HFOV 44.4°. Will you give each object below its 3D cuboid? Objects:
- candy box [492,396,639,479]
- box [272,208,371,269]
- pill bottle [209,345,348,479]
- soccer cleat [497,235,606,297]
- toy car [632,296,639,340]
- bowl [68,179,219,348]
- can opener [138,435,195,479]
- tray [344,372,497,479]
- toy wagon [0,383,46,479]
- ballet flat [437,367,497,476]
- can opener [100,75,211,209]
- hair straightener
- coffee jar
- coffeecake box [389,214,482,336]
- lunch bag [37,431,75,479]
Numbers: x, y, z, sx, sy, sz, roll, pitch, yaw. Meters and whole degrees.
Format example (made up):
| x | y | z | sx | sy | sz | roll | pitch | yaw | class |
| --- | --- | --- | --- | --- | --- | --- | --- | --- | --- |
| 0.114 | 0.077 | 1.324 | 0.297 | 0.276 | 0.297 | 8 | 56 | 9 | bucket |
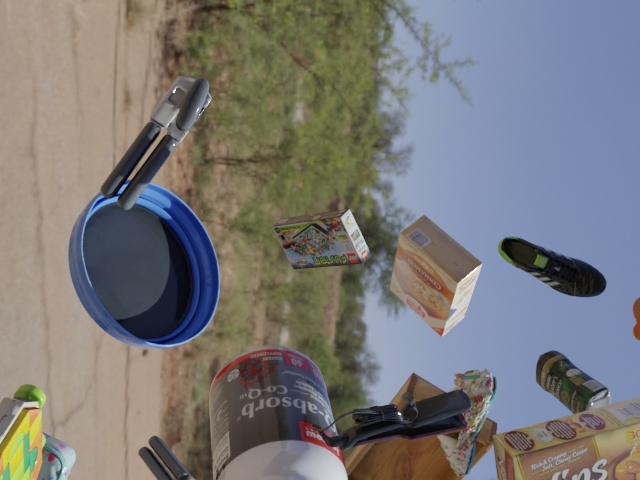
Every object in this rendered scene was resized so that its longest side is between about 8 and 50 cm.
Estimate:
| x | y | z | sx | sy | sz | roll | pitch | yaw | class |
| --- | --- | --- | --- | --- | --- | --- | --- | --- | --- |
| 0.480 | 0.411 | 1.416 | 0.087 | 0.316 | 0.183 | -131 | -149 | -73 | candy box |
| 0.000 | 0.000 | 1.648 | 0.036 | 0.206 | 0.114 | -42 | 114 | -39 | box |
| -0.069 | 0.353 | 1.260 | 0.363 | 0.210 | 0.210 | -108 | -160 | -59 | pill bottle |
| 0.364 | 0.043 | 1.244 | 0.060 | 0.178 | 0.072 | -67 | 162 | 3 | soccer cleat |
| 0.580 | 0.186 | 1.227 | 0.210 | 0.238 | 0.219 | -43 | 157 | -20 | toy car |
| -0.396 | 0.058 | 1.780 | 0.391 | 0.077 | 0.392 | 29 | 51 | -42 | bowl |
| -0.349 | 0.595 | 1.930 | 0.074 | 0.280 | 0.093 | -46 | 145 | -10 | can opener |
| 0.180 | 0.481 | 1.683 | 0.411 | 0.202 | 0.076 | -60 | 178 | 34 | tray |
| -0.573 | 0.440 | 1.416 | 0.267 | 0.068 | 0.345 | -74 | 177 | -55 | toy wagon |
| 0.242 | 0.312 | 1.360 | 0.091 | 0.077 | 0.241 | -82 | 180 | -58 | ballet flat |
| -0.303 | -0.187 | 1.456 | 0.284 | 0.076 | 0.095 | -56 | -170 | -8 | can opener |
| 0.100 | 0.233 | 1.068 | 0.047 | 0.230 | 0.089 | -113 | -157 | -53 | hair straightener |
| 0.575 | 0.334 | 1.806 | 0.184 | 0.079 | 0.096 | -137 | -146 | -55 | coffee jar |
| 0.206 | 0.067 | 1.435 | 0.142 | 0.068 | 0.186 | 43 | -27 | 25 | coffeecake box |
| -0.704 | 0.556 | 1.757 | 0.279 | 0.224 | 0.108 | -63 | -179 | -3 | lunch bag |
